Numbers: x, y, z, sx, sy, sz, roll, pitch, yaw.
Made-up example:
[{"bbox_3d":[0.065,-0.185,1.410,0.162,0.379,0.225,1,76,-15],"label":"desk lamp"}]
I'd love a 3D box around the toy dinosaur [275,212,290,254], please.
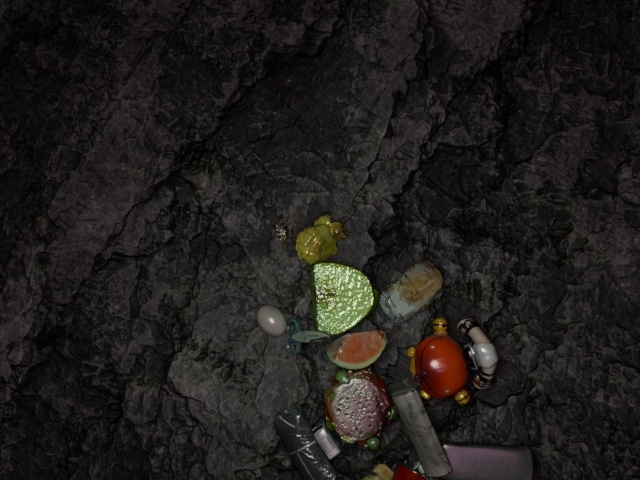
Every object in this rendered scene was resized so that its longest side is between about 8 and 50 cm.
[{"bbox_3d":[-0.157,-0.027,2.036,0.058,0.037,0.181,0,78,10],"label":"toy dinosaur"}]

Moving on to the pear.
[{"bbox_3d":[0.087,0.204,1.900,0.292,0.159,0.293,0,91,1],"label":"pear"}]

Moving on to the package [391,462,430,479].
[{"bbox_3d":[0.357,0.873,1.677,0.269,0.194,0.071,29,112,9],"label":"package"}]

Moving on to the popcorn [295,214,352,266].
[{"bbox_3d":[0.003,0.010,1.961,0.195,0.173,0.169,-37,116,-28],"label":"popcorn"}]

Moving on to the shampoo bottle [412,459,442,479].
[{"bbox_3d":[0.408,0.873,1.782,0.065,0.065,0.205,-39,77,-3],"label":"shampoo bottle"}]

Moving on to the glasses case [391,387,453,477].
[{"bbox_3d":[0.351,0.665,1.746,0.114,0.060,0.300,-30,80,45],"label":"glasses case"}]

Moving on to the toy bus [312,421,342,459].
[{"bbox_3d":[0.022,0.735,1.842,0.060,0.075,0.123,-36,78,-2],"label":"toy bus"}]

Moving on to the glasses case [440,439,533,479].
[{"bbox_3d":[0.579,0.785,1.779,0.322,0.074,0.131,1,79,6],"label":"glasses case"}]

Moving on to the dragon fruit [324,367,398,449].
[{"bbox_3d":[0.141,0.606,1.825,0.268,0.130,0.296,-16,77,-2],"label":"dragon fruit"}]

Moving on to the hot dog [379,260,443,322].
[{"bbox_3d":[0.350,0.194,1.915,0.270,0.082,0.163,-35,90,-11],"label":"hot dog"}]

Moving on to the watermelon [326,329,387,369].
[{"bbox_3d":[0.126,0.407,1.867,0.230,0.146,0.129,-2,79,-22],"label":"watermelon"}]

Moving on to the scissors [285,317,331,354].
[{"bbox_3d":[-0.051,0.352,1.850,0.041,0.289,0.138,9,75,-35],"label":"scissors"}]

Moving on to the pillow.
[{"bbox_3d":[-0.053,0.757,1.807,0.092,0.161,0.335,-20,78,-43],"label":"pillow"}]

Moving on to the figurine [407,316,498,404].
[{"bbox_3d":[0.461,0.438,1.800,0.322,0.196,0.320,-17,83,-8],"label":"figurine"}]

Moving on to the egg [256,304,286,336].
[{"bbox_3d":[-0.188,0.308,1.935,0.103,0.103,0.135,-43,82,-4],"label":"egg"}]

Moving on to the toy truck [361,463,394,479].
[{"bbox_3d":[0.273,0.975,1.714,0.405,0.181,0.254,38,61,13],"label":"toy truck"}]
